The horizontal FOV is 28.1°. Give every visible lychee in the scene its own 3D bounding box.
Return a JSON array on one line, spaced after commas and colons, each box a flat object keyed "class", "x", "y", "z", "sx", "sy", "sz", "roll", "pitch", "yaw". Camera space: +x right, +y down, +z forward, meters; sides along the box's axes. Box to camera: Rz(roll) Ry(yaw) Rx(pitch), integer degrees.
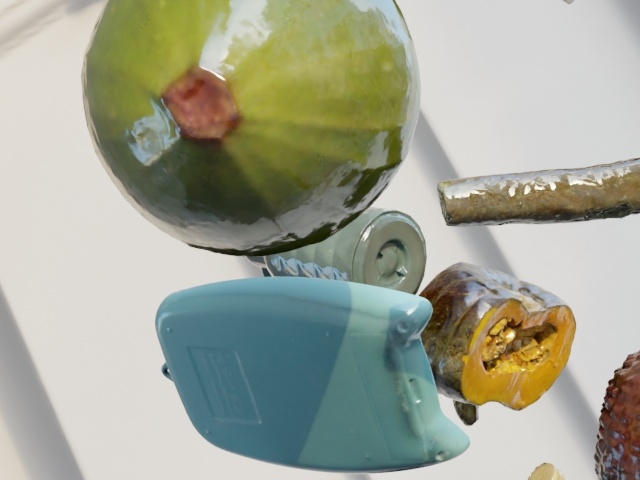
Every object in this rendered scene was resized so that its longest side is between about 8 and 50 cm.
[{"class": "lychee", "x": 0.456, "y": 0.248, "z": 1.555, "sx": 0.261, "sy": 0.260, "sz": 0.260, "roll": -25, "pitch": -17, "yaw": -8}]

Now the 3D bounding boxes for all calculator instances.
[{"class": "calculator", "x": -0.032, "y": 0.158, "z": 1.457, "sx": 0.386, "sy": 0.256, "sz": 0.054, "roll": 0, "pitch": 29, "yaw": 34}]

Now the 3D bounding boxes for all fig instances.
[{"class": "fig", "x": -0.064, "y": -0.126, "z": 1.068, "sx": 0.316, "sy": 0.316, "sz": 0.316, "roll": -25, "pitch": -17, "yaw": -8}]

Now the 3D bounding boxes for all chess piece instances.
[{"class": "chess piece", "x": 0.432, "y": 0.454, "z": 2.275, "sx": 0.066, "sy": 0.122, "sz": 0.066, "roll": -42, "pitch": 22, "yaw": 22}]

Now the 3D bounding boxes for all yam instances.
[{"class": "yam", "x": 0.243, "y": -0.043, "z": 1.175, "sx": 0.274, "sy": 0.061, "sz": 0.061, "roll": -6, "pitch": -21, "yaw": -7}]

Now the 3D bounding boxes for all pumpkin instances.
[{"class": "pumpkin", "x": 0.230, "y": 0.158, "z": 1.827, "sx": 0.317, "sy": 0.139, "sz": 0.221, "roll": 10, "pitch": -72, "yaw": -57}]

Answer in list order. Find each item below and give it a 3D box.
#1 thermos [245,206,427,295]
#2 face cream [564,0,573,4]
[{"class": "thermos", "x": 0.000, "y": 0.000, "z": 1.777, "sx": 0.145, "sy": 0.182, "sz": 0.287, "roll": -21, "pitch": 22, "yaw": -39}, {"class": "face cream", "x": 0.454, "y": -0.622, "z": 2.130, "sx": 0.420, "sy": 0.235, "sz": 0.137, "roll": -52, "pitch": 6, "yaw": 30}]
